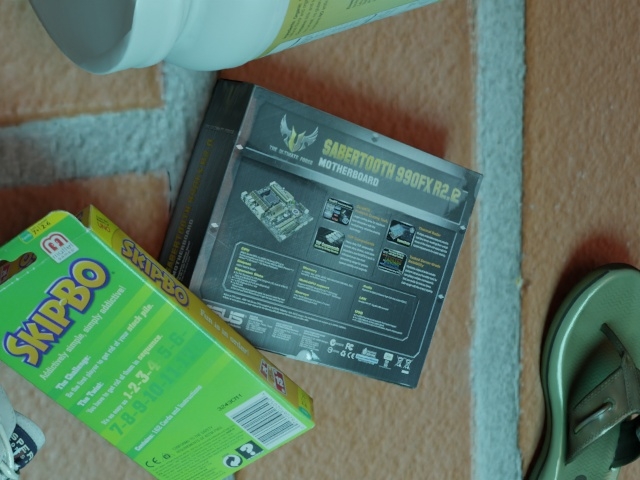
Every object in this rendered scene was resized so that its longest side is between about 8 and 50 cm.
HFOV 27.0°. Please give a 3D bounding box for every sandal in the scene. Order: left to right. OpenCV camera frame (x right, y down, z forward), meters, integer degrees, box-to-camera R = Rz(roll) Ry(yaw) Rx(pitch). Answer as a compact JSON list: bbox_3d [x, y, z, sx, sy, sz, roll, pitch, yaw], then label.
[{"bbox_3d":[0.258,0.170,1.201,0.120,0.086,0.303,3,98,-34],"label":"sandal"}]

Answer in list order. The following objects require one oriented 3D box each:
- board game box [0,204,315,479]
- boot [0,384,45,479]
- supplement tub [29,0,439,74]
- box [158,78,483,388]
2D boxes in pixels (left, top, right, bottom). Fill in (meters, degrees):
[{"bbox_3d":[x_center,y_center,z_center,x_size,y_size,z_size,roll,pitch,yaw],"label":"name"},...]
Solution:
[{"bbox_3d":[-0.130,0.079,0.914,0.124,0.039,0.259,-32,127,20],"label":"board game box"},{"bbox_3d":[-0.215,0.146,0.792,0.123,0.258,0.095,-26,148,-30],"label":"boot"},{"bbox_3d":[-0.025,-0.238,0.838,0.316,0.228,0.228,-21,111,-29],"label":"supplement tub"},{"bbox_3d":[0.000,0.000,1.010,0.231,0.056,0.183,17,89,-35],"label":"box"}]
